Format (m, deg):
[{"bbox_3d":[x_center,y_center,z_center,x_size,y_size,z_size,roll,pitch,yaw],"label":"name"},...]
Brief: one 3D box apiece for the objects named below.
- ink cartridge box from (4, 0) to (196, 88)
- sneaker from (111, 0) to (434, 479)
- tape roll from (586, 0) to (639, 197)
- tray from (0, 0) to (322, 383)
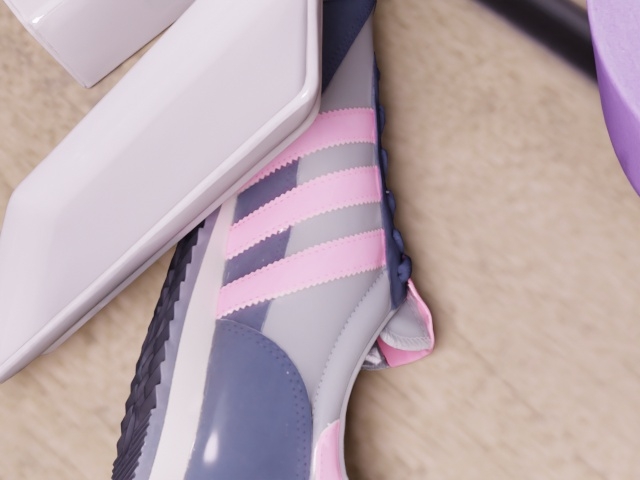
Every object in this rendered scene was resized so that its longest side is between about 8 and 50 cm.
[{"bbox_3d":[-0.106,-0.209,0.773,0.203,0.086,0.148,-38,67,-1],"label":"ink cartridge box"},{"bbox_3d":[0.000,0.000,0.679,0.131,0.112,0.319,20,68,-10],"label":"sneaker"},{"bbox_3d":[0.264,-0.105,0.626,0.274,0.090,0.275,-6,63,13],"label":"tape roll"},{"bbox_3d":[-0.080,-0.036,0.650,0.270,0.030,0.145,-39,34,35],"label":"tray"}]
